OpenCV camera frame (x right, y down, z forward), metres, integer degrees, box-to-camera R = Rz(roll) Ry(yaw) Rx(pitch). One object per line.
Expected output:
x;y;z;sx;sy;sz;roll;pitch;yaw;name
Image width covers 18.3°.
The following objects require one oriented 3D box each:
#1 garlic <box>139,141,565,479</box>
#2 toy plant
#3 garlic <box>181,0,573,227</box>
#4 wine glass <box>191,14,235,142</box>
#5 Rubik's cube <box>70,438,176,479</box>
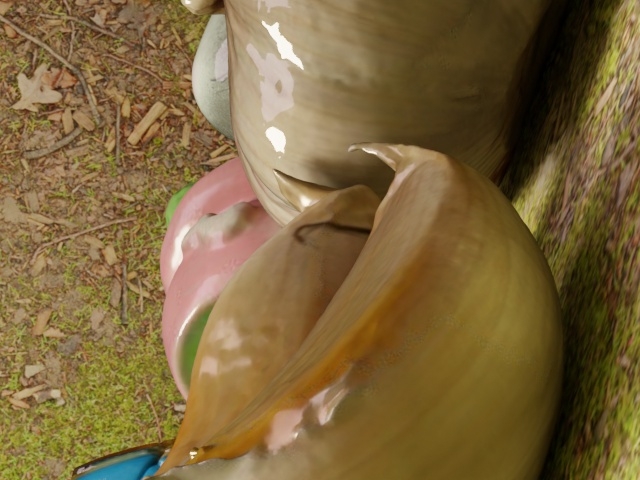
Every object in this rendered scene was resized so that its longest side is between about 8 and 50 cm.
0.012;0.088;1.075;0.313;0.249;0.286;-49;-27;-39;garlic
-0.003;0.000;1.647;0.317;0.210;0.356;-34;16;20;toy plant
0.051;-0.141;1.316;0.322;0.241;0.322;-32;-40;-31;garlic
-0.043;-0.140;2.267;0.238;0.238;0.323;-152;71;-84;wine glass
-0.031;0.259;1.341;0.254;0.254;0.254;-162;90;-85;Rubik's cube
